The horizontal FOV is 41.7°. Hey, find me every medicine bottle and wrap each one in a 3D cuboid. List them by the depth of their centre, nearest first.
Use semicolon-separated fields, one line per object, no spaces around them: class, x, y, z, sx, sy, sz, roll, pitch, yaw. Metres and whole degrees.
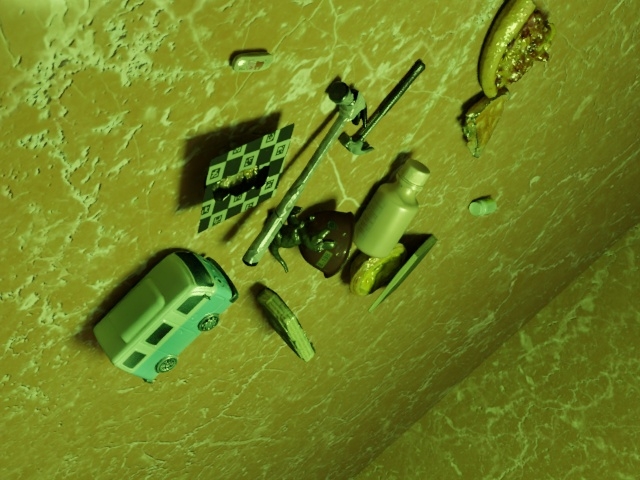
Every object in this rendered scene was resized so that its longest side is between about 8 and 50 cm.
medicine bottle;0.177;-0.081;2.050;0.114;0.114;0.252;-5;134;-49
medicine bottle;0.481;-0.099;2.488;0.083;0.047;0.047;-12;139;-44

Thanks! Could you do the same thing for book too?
book;0.233;0.091;2.347;0.215;0.025;0.283;-52;172;18

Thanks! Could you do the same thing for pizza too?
pizza;0.475;-0.456;1.959;0.229;0.081;0.289;-25;146;-31
pizza;0.404;-0.291;2.125;0.185;0.052;0.195;-33;147;-33

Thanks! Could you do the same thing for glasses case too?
glasses case;-0.118;-0.309;1.456;0.083;0.021;0.032;-15;143;-41

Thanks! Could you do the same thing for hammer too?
hammer;-0.041;-0.128;1.730;0.427;0.044;0.152;-55;153;5
hammer;0.145;-0.286;1.825;0.246;0.029;0.103;-49;151;7

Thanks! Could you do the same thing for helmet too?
helmet;0.000;0.000;1.935;0.106;0.155;0.175;16;145;-14

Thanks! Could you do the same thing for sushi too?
sushi;-0.159;-0.133;1.613;0.215;0.050;0.192;-30;150;-39

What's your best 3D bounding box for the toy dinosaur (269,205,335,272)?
toy dinosaur;-0.058;0.021;1.849;0.087;0.187;0.179;-17;116;-37

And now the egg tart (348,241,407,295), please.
egg tart;0.142;0.068;2.249;0.191;0.074;0.191;-32;152;-20

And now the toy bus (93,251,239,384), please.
toy bus;-0.318;0.145;1.703;0.271;0.133;0.165;-44;148;6

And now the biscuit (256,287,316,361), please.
biscuit;-0.091;0.199;2.048;0.052;0.150;0.252;-39;152;-11
